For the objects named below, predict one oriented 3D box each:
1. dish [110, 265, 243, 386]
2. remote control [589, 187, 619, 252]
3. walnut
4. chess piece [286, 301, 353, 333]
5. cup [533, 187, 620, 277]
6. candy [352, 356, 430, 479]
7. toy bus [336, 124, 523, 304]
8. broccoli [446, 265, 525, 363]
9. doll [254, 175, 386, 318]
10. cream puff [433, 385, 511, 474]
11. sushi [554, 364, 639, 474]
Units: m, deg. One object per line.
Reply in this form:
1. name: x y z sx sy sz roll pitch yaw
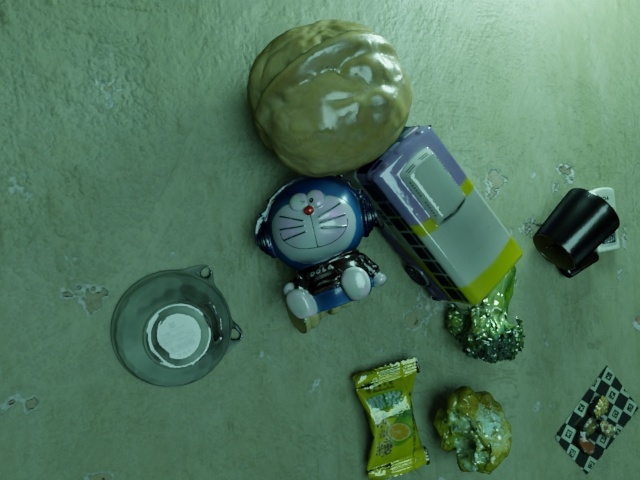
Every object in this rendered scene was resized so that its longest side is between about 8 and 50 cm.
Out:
1. dish: -0.320 0.203 1.414 0.303 0.120 0.303 -1 92 -19
2. remote control: 0.840 -0.062 1.874 0.087 0.029 0.190 -8 93 -20
3. walnut: 0.023 -0.320 1.420 0.381 0.381 0.381 0 91 -20
4. chess piece: 0.012 0.156 1.551 0.170 0.094 0.094 -21 98 -23
5. cup: 0.729 -0.001 1.767 0.177 0.166 0.239 -45 103 -10
6. candy: 0.187 0.461 1.620 0.187 0.081 0.297 -12 95 -18
7. toy bus: 0.268 -0.065 1.551 0.209 0.249 0.440 -43 104 -14
8. broccoli: 0.438 0.193 1.701 0.199 0.177 0.274 -6 60 13
9. doll: 0.000 0.000 1.452 0.284 0.240 0.310 -20 85 4
10. cream puff: 0.391 0.495 1.643 0.195 0.194 0.221 -17 70 -19
11. sushi: 0.834 0.540 1.875 0.279 0.043 0.192 -44 104 -14
